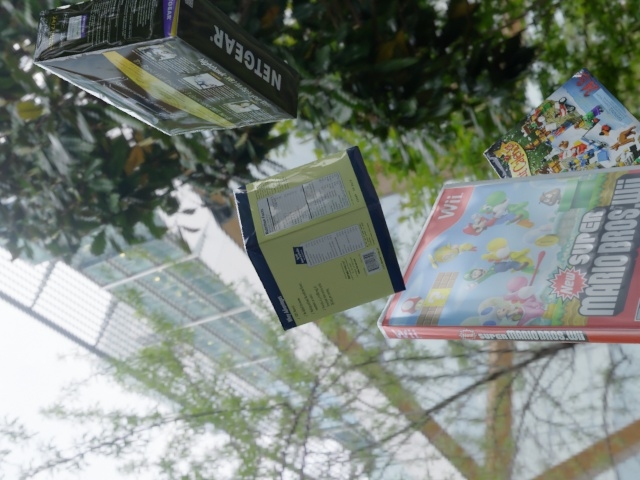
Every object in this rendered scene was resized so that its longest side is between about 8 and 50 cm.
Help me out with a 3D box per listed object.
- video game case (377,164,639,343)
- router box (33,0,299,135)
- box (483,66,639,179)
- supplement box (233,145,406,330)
[{"bbox_3d":[0.210,0.009,0.773,0.025,0.285,0.204,58,-135,-32],"label":"video game case"},{"bbox_3d":[-0.208,-0.246,1.219,0.309,0.242,0.081,26,-115,-60],"label":"router box"},{"bbox_3d":[0.300,-0.078,0.968,0.044,0.159,0.233,37,-159,-36],"label":"box"},{"bbox_3d":[0.000,0.000,0.533,0.056,0.083,0.083,-106,-4,-46],"label":"supplement box"}]
